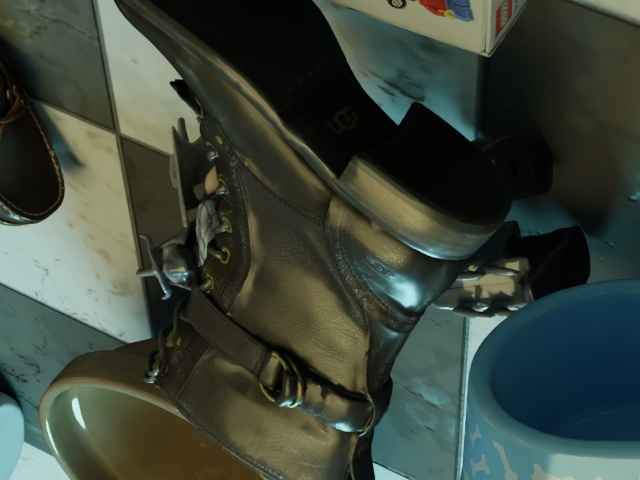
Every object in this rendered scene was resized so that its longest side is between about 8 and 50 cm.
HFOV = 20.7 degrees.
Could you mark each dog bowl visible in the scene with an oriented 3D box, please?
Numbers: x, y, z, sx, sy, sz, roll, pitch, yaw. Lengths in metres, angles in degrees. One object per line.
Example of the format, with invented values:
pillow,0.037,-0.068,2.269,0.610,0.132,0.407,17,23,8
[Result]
dog bowl,0.205,0.082,0.812,0.297,0.166,0.074,-1,122,19

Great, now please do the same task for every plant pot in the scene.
plant pot,-0.071,0.141,1.227,0.237,0.110,0.237,24,145,18

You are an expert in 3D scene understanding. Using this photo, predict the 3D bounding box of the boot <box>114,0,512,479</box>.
boot,-0.043,0.000,0.890,0.263,0.091,0.229,42,129,16

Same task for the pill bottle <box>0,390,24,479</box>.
pill bottle,-0.371,0.151,1.516,0.208,0.117,0.118,22,146,21

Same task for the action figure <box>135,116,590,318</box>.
action figure,0.000,0.000,0.976,0.285,0.099,0.185,-7,110,37

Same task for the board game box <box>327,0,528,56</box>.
board game box,-0.002,-0.228,0.734,0.193,0.053,0.305,22,146,20

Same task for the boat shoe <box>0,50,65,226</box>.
boat shoe,-0.225,-0.091,1.105,0.073,0.073,0.207,-3,132,48
